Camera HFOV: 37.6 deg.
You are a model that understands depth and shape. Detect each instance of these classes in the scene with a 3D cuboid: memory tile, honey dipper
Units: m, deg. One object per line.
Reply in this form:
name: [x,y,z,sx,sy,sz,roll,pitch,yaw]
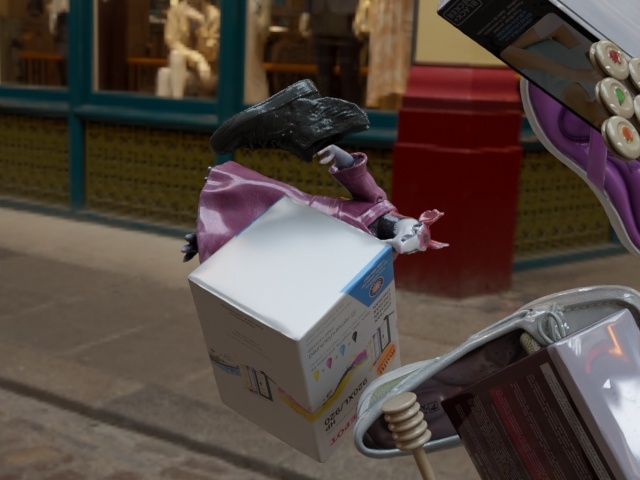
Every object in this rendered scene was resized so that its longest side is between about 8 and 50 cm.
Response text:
memory tile: [0.276,-0.094,0.755,0.148,0.113,0.012,18,-32,-28]
honey dipper: [0.089,0.197,0.741,0.030,0.161,0.030,-21,8,3]

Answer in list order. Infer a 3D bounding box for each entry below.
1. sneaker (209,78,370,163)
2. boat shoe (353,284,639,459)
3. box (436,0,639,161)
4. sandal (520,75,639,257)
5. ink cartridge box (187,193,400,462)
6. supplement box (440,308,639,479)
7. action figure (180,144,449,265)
sneaker: [-0.036,-0.122,1.079,0.170,0.089,0.051,-31,-11,-6]
boat shoe: [0.183,0.138,0.934,0.320,0.118,0.103,-21,0,9]
box: [0.263,-0.209,0.895,0.290,0.169,0.087,33,-36,-16]
sandal: [0.437,-0.125,1.321,0.416,0.169,0.102,45,5,-28]
ink cartridge box: [-0.021,0.106,1.113,0.168,0.233,0.171,26,53,31]
supplement box: [0.192,0.153,0.756,0.073,0.130,0.239,-22,-12,-20]
action figure: [0.000,0.000,1.363,0.370,0.248,0.276,4,-9,8]
